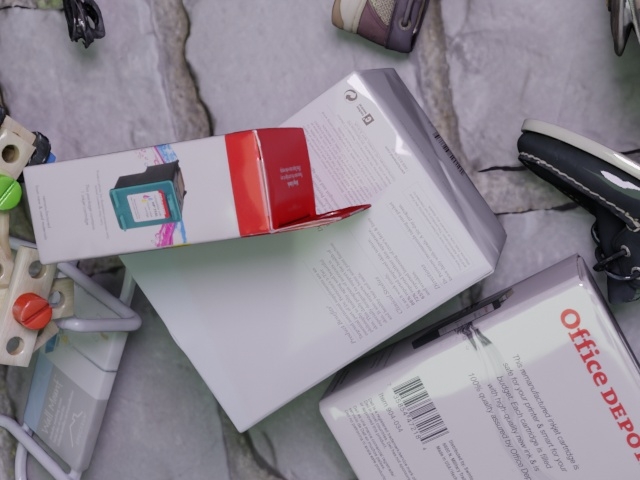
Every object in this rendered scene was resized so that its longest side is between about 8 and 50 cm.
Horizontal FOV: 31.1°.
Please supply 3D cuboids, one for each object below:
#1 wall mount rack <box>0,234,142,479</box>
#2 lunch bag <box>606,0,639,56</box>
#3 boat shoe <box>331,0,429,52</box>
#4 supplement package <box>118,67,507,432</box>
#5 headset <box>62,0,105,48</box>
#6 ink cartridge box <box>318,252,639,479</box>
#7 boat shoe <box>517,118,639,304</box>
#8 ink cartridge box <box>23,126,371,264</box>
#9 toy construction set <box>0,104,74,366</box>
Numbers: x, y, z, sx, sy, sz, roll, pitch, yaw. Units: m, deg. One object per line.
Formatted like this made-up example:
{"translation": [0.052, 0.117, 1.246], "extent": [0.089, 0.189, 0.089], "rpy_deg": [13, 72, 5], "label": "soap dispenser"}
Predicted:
{"translation": [-0.322, 0.113, 1.172], "extent": [0.304, 0.130, 0.350], "rpy_deg": [29, 107, 40], "label": "wall mount rack"}
{"translation": [0.320, -0.183, 0.915], "extent": [0.169, 0.235, 0.287], "rpy_deg": [-37, 92, 19], "label": "lunch bag"}
{"translation": [0.108, -0.298, 1.012], "extent": [0.092, 0.103, 0.285], "rpy_deg": [29, 109, 0], "label": "boat shoe"}
{"translation": [0.000, 0.000, 1.036], "extent": [0.263, 0.198, 0.199], "rpy_deg": [-34, 90, 16], "label": "supplement package"}
{"translation": [-0.408, -0.182, 1.069], "extent": [0.394, 0.243, 0.185], "rpy_deg": [-25, 70, -9], "label": "headset"}
{"translation": [0.168, 0.164, 1.078], "extent": [0.273, 0.115, 0.198], "rpy_deg": [-28, 95, 16], "label": "ink cartridge box"}
{"translation": [0.303, 0.019, 1.017], "extent": [0.340, 0.127, 0.113], "rpy_deg": [32, 94, -5], "label": "boat shoe"}
{"translation": [-0.088, -0.039, 0.878], "extent": [0.231, 0.134, 0.078], "rpy_deg": [-8, 95, 14], "label": "ink cartridge box"}
{"translation": [-0.347, -0.022, 1.041], "extent": [0.328, 0.151, 0.215], "rpy_deg": [22, 77, 35], "label": "toy construction set"}
